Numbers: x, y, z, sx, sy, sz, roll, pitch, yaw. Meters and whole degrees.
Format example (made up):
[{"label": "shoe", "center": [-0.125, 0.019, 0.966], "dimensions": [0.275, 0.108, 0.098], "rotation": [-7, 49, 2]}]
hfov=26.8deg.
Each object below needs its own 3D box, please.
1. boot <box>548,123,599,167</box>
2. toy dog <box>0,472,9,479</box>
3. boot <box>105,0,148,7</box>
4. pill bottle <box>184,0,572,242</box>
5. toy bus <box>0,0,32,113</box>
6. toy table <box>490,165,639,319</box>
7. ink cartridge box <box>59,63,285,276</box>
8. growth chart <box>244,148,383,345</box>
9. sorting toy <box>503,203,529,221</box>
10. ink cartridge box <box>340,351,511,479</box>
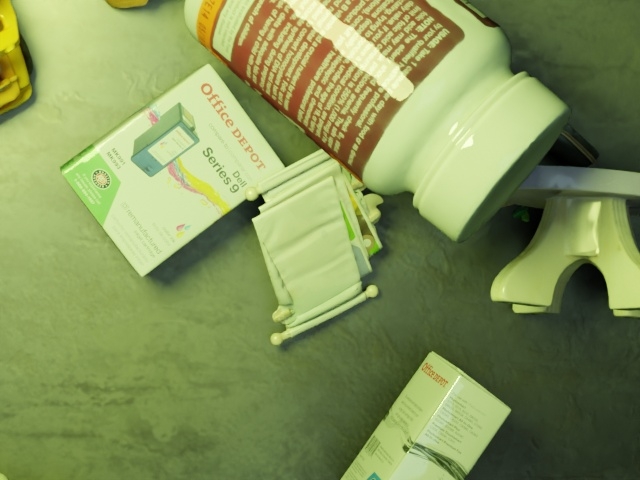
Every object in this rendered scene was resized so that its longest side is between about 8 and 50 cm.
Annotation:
[{"label": "boot", "center": [0.225, -0.107, 1.641], "dimensions": [0.198, 0.077, 0.137], "rotation": [31, 92, 1]}, {"label": "toy dog", "center": [-0.343, 0.421, 1.418], "dimensions": [0.395, 0.408, 0.284], "rotation": [3, 96, -10]}, {"label": "boot", "center": [-0.288, -0.346, 1.499], "dimensions": [0.295, 0.104, 0.211], "rotation": [-6, 134, 23]}, {"label": "pill bottle", "center": [0.063, -0.192, 1.458], "dimensions": [0.392, 0.224, 0.224], "rotation": [42, 87, 12]}, {"label": "toy bus", "center": [-0.385, -0.234, 1.429], "dimensions": [0.149, 0.211, 0.220], "rotation": [-27, 102, -24]}, {"label": "toy table", "center": [0.319, 0.006, 1.591], "dimensions": [0.274, 0.252, 0.161], "rotation": [5, 83, -17]}, {"label": "ink cartridge box", "center": [-0.171, -0.083, 1.557], "dimensions": [0.212, 0.093, 0.154], "rotation": [-37, 101, -7]}, {"label": "growth chart", "center": [0.000, 0.000, 1.586], "dimensions": [0.172, 0.021, 0.237], "rotation": [-21, 122, -17]}, {"label": "sorting toy", "center": [0.234, -0.059, 1.674], "dimensions": [0.062, 0.012, 0.083], "rotation": [-15, 98, -8]}, {"label": "ink cartridge box", "center": [0.124, 0.248, 1.618], "dimensions": [0.086, 0.148, 0.203], "rotation": [36, 89, -11]}]
